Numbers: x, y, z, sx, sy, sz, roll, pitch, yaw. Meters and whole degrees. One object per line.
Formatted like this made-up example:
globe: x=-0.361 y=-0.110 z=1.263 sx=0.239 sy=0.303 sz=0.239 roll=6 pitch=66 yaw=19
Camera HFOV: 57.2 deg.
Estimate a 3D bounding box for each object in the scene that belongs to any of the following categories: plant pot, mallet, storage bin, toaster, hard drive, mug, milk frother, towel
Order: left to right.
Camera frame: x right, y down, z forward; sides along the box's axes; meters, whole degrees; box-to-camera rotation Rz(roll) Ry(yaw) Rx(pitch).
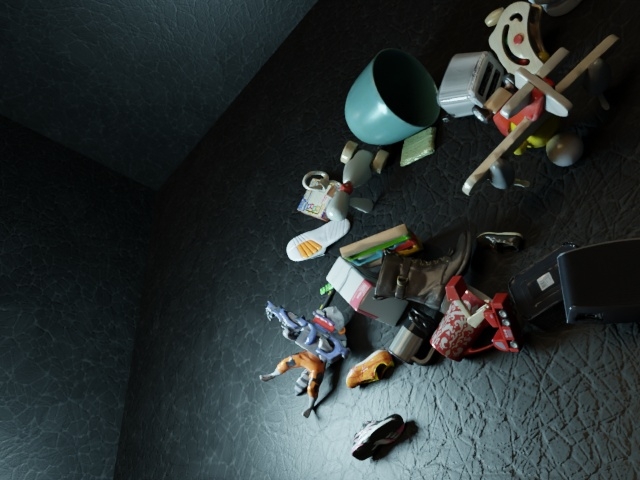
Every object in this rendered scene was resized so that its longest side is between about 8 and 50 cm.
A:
mallet: x=-0.010 y=0.251 z=2.026 sx=0.062 sy=0.039 sz=0.190 roll=11 pitch=71 yaw=60
plant pot: x=0.221 y=-0.462 z=2.005 sx=0.235 sy=0.293 sz=0.293 roll=-31 pitch=43 yaw=50
milk frother: x=0.239 y=0.254 z=1.554 sx=0.135 sy=0.143 sz=0.129 roll=-60 pitch=35 yaw=4
towel: x=0.328 y=-0.315 z=1.970 sx=0.148 sy=0.027 sz=0.110 roll=-23 pitch=48 yaw=47
mug: x=0.360 y=0.213 z=1.443 sx=0.169 sy=0.113 sz=0.150 roll=-59 pitch=30 yaw=11
toaster: x=0.460 y=-0.475 z=1.805 sx=0.146 sy=0.129 sz=0.227 roll=8 pitch=72 yaw=55
storage bin: x=0.527 y=0.103 z=1.308 sx=0.180 sy=0.084 sz=0.122 roll=-41 pitch=37 yaw=29
hard drive: x=0.607 y=0.073 z=1.149 sx=0.254 sy=0.054 sz=0.172 roll=-9 pitch=55 yaw=21

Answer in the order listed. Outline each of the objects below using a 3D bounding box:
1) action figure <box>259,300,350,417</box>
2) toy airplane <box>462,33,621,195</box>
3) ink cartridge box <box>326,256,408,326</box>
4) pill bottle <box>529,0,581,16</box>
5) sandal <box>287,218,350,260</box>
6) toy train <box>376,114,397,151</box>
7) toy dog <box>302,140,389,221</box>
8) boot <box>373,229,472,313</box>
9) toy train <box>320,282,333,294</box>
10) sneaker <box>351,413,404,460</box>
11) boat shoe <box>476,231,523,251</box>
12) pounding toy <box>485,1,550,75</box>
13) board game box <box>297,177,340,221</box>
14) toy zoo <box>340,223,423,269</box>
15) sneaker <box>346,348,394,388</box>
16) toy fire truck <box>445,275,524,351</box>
action figure: x=-0.049 y=0.339 z=1.884 sx=0.341 sy=0.178 sz=0.330 roll=36 pitch=93 yaw=33
toy airplane: x=0.538 y=-0.294 z=1.420 sx=0.384 sy=0.272 sz=0.386 roll=-46 pitch=1 yaw=-40
ink cartridge box: x=0.137 y=0.150 z=1.764 sx=0.092 sy=0.158 sz=0.218 roll=-60 pitch=32 yaw=6
pill bottle: x=0.619 y=-0.771 z=1.651 sx=0.160 sy=0.283 sz=0.160 roll=-35 pitch=41 yaw=37
sandal: x=0.003 y=0.009 z=2.161 sx=0.265 sy=0.076 sz=0.102 roll=-25 pitch=58 yaw=16
toy train: x=0.249 y=-0.394 z=2.147 sx=0.036 sy=0.027 sz=0.158 roll=22 pitch=84 yaw=46
toy dog: x=0.107 y=-0.196 z=2.063 sx=0.333 sy=0.161 sz=0.220 roll=-41 pitch=68 yaw=-20
boot: x=0.274 y=0.065 z=1.575 sx=0.228 sy=0.091 sz=0.263 roll=18 pitch=74 yaw=20
toy train: x=0.030 y=0.164 z=2.045 sx=0.083 sy=0.017 sz=0.024 roll=-37 pitch=49 yaw=35
sneaker: x=0.144 y=0.507 z=1.571 sx=0.178 sy=0.072 sz=0.077 roll=-41 pitch=26 yaw=22
boat shoe: x=0.456 y=0.006 z=1.516 sx=0.133 sy=0.049 sz=0.042 roll=-1 pitch=57 yaw=50
pounding toy: x=0.594 y=-0.584 z=1.680 sx=0.154 sy=0.154 sz=0.270 roll=-43 pitch=66 yaw=46
board game box: x=-0.002 y=-0.163 z=2.313 sx=0.193 sy=0.045 sz=0.147 roll=24 pitch=86 yaw=58
toy zoo: x=0.188 y=0.028 z=1.696 sx=0.192 sy=0.293 sz=0.030 roll=-21 pitch=73 yaw=16
sneaker: x=0.137 y=0.380 z=1.683 sx=0.175 sy=0.064 sz=0.067 roll=-46 pitch=45 yaw=29
toy fire truck: x=0.380 y=0.171 z=1.355 sx=0.135 sy=0.192 sz=0.047 roll=-6 pitch=27 yaw=42
